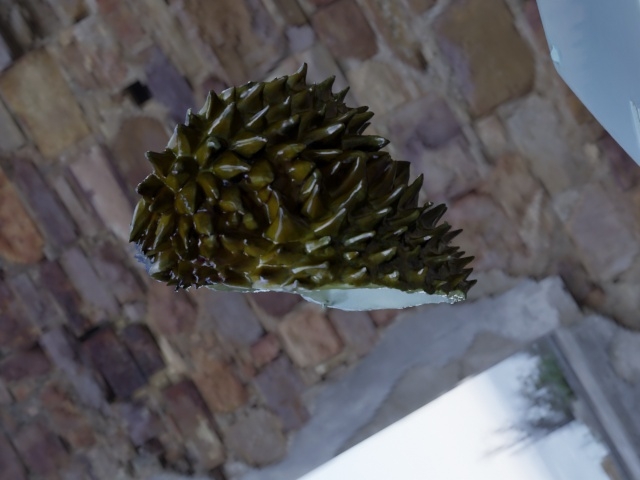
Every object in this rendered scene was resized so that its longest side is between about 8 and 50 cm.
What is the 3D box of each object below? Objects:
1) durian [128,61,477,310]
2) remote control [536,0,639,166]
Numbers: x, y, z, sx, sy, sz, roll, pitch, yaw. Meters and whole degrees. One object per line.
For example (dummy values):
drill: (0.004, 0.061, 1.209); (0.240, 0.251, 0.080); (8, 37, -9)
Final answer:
durian: (0.000, 0.000, 0.687); (0.144, 0.139, 0.252); (53, -155, 19)
remote control: (0.061, -0.176, 0.327); (0.145, 0.050, 0.344); (-107, -4, -61)
